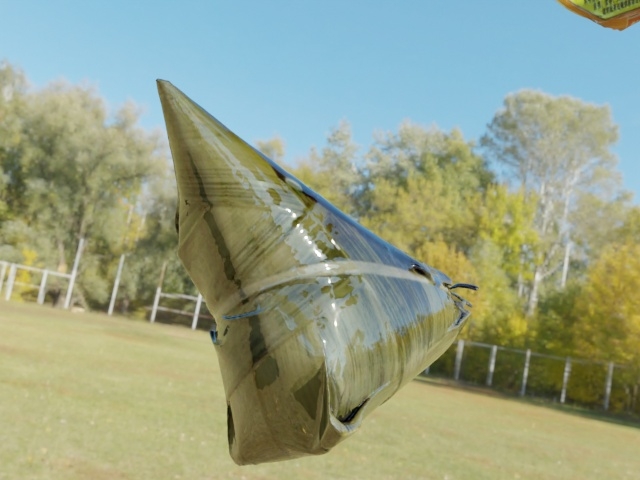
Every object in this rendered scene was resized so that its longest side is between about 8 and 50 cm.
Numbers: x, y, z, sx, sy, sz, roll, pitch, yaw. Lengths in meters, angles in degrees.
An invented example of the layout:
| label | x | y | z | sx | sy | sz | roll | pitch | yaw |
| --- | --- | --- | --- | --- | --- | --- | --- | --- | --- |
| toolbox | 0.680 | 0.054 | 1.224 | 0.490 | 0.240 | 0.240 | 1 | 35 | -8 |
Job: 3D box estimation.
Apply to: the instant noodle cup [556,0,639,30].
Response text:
| label | x | y | z | sx | sy | sz | roll | pitch | yaw |
| --- | --- | --- | --- | --- | --- | --- | --- | --- | --- |
| instant noodle cup | 0.141 | -0.231 | 0.469 | 0.169 | 0.168 | 0.185 | 15 | 15 | -25 |

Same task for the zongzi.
| label | x | y | z | sx | sy | sz | roll | pitch | yaw |
| --- | --- | --- | --- | --- | --- | --- | --- | --- | --- |
| zongzi | 0.002 | -0.001 | 0.438 | 0.094 | 0.204 | 0.205 | -23 | -2 | 35 |
